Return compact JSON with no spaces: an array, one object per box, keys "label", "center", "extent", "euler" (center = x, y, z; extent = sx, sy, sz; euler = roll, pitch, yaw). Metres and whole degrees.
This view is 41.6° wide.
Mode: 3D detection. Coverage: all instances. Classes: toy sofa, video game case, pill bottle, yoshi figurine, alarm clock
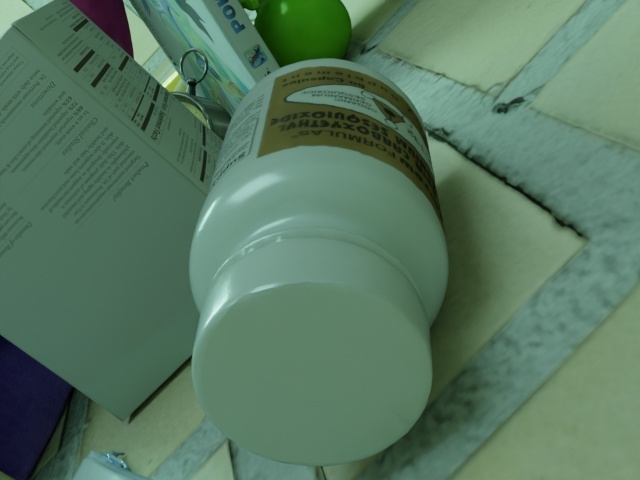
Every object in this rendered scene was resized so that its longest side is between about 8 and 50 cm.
[{"label":"toy sofa","center":[-0.300,0.098,0.857],"extent":[0.177,0.150,0.362],"euler":[-40,21,31]},{"label":"video game case","center":[-0.150,-0.249,0.970],"extent":[0.036,0.300,0.329],"euler":[-37,18,-12]},{"label":"pill bottle","center":[0.000,0.000,0.448],"extent":[0.131,0.131,0.229],"euler":[-40,22,23]},{"label":"yoshi figurine","center":[-0.019,-0.321,0.902],"extent":[0.362,0.203,0.203],"euler":[90,-155,-46]},{"label":"alarm clock","center":[-0.146,-0.116,0.937],"extent":[0.129,0.064,0.192],"euler":[11,99,34]}]

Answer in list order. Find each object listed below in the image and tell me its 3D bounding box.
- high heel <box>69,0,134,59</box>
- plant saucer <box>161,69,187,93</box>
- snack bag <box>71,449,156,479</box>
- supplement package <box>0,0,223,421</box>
[{"label":"high heel","center":[-0.261,-0.150,1.064],"extent":[0.181,0.127,0.377],"euler":[21,114,47]},{"label":"plant saucer","center":[-0.274,-0.193,1.444],"extent":[0.333,0.081,0.333],"euler":[-37,23,28]},{"label":"snack bag","center":[-0.174,0.270,0.455],"extent":[0.323,0.037,0.342],"euler":[-13,40,59]},{"label":"supplement package","center":[-0.194,-0.034,0.715],"extent":[0.199,0.262,0.198],"euler":[-44,20,11]}]
